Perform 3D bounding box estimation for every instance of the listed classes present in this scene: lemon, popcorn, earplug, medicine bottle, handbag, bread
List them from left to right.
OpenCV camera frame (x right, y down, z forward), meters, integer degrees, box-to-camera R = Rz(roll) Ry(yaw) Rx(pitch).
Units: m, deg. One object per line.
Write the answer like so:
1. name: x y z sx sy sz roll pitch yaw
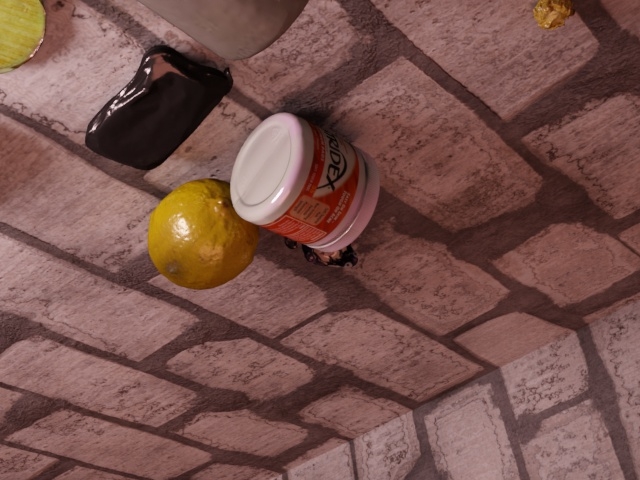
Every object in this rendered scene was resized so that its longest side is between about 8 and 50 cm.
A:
1. bread: -0.649 -0.417 1.606 0.302 0.045 0.301 -8 144 -6
2. handbag: -0.338 -0.273 1.843 0.192 0.074 0.332 21 132 -35
3. earplug: -0.218 -0.503 1.372 0.394 0.312 0.313 26 131 -36
4. lemon: -0.269 -0.015 2.056 0.261 0.260 0.284 8 128 -22
5. medicine bottle: -0.037 -0.126 1.959 0.241 0.252 0.252 23 133 -37
6. popcorn: 0.471 -0.463 1.789 0.083 0.057 0.082 -1 136 -6

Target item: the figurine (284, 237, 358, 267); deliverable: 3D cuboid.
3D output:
1. figurine: 0.000 0.000 2.252 0.145 0.145 0.222 -29 130 24
